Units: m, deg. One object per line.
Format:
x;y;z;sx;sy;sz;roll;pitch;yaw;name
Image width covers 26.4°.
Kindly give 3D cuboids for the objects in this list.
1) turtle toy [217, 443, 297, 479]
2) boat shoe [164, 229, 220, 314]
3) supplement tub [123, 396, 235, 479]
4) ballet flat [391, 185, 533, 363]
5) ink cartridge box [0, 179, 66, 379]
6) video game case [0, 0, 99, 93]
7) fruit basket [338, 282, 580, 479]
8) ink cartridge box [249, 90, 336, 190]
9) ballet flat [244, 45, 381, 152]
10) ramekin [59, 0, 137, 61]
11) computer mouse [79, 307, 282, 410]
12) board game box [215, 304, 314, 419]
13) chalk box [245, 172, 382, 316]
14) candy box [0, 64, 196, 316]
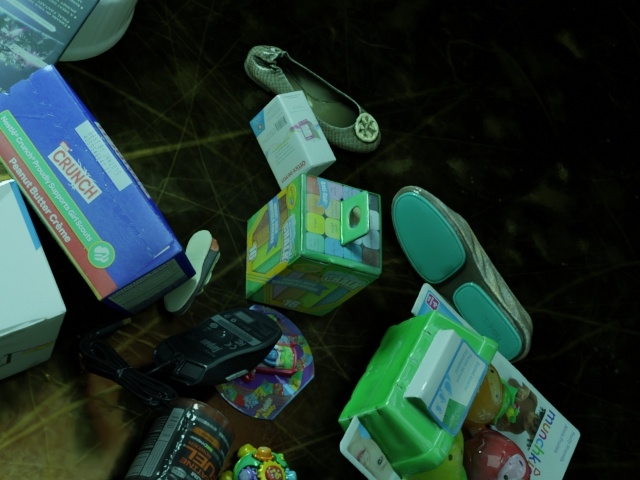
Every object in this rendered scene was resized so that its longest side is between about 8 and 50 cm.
-0.081;0.322;1.771;0.095;0.066;0.130;43;51;-6;turtle toy
-0.173;0.050;1.872;0.043;0.049;0.137;62;37;-44;boat shoe
-0.187;0.300;1.693;0.106;0.106;0.198;34;53;-13;supplement tub
0.220;0.047;2.095;0.316;0.107;0.106;58;31;0;ballet flat
-0.408;0.065;1.578;0.168;0.232;0.171;-20;78;-21;ink cartridge box
-0.412;-0.316;1.801;0.196;0.274;0.026;34;12;-12;video game case
0.213;0.278;1.918;0.353;0.165;0.327;42;51;-11;fruit basket
-0.041;-0.146;2.025;0.052;0.088;0.122;-15;75;-39;ink cartridge box
-0.005;-0.222;2.107;0.250;0.058;0.084;36;53;-11;ballet flat
-0.370;-0.405;1.927;0.277;0.135;0.277;15;59;-26;ramekin
-0.187;0.146;1.781;0.184;0.060;0.262;25;33;30;computer mouse
-0.074;0.162;1.881;0.133;0.033;0.169;48;51;-1;board game box
0.000;0.000;1.895;0.132;0.213;0.132;15;59;-25;chalk box
-0.279;-0.049;1.680;0.122;0.317;0.268;-34;85;-6;candy box
